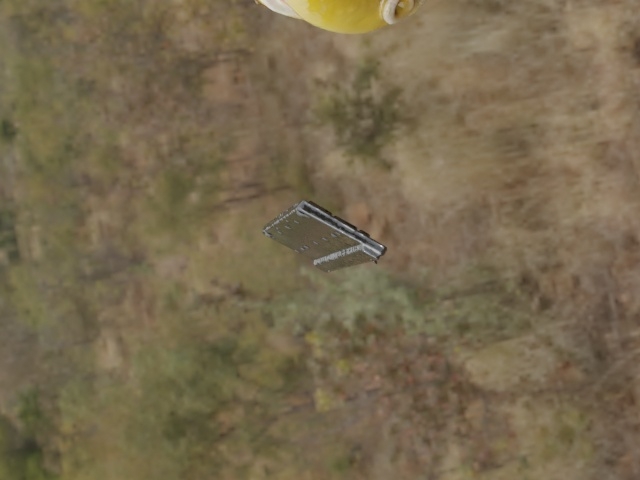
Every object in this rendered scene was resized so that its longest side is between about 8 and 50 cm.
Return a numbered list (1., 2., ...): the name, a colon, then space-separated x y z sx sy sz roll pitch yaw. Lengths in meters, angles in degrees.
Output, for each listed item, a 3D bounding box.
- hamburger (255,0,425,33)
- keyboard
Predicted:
1. hamburger: 0.049 -0.377 1.438 0.186 0.303 0.261 26 150 47
2. keyboard: 0.000 0.000 1.330 0.018 0.101 0.310 -60 5 -8
